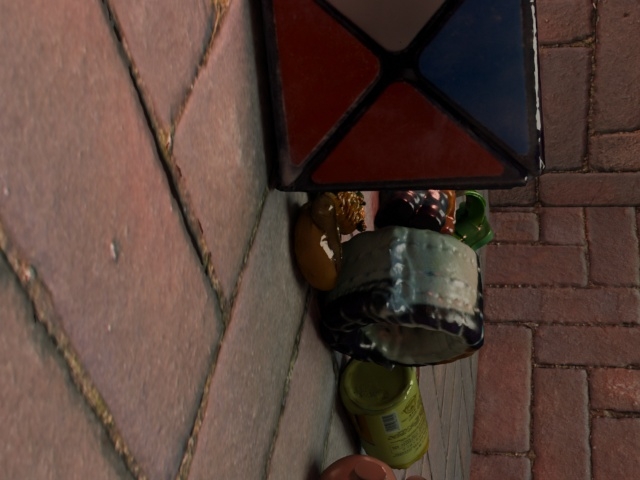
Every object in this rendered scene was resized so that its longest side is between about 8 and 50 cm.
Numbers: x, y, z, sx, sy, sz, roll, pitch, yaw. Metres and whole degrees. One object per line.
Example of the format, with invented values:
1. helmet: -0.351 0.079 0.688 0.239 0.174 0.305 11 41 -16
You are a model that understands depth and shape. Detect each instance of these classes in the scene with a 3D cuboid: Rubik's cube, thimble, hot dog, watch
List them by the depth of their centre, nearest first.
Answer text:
1. Rubik's cube: 0.108 -0.232 1.130 0.310 0.307 0.305 -59 144 -65
2. hot dog: 0.000 -0.001 1.188 0.090 0.060 0.140 -75 156 -59
3. thimble: 0.113 0.080 1.308 0.237 0.237 0.150 64 26 -60
4. hot dog: 0.029 -0.056 1.309 0.188 0.055 0.072 46 47 -71
5. watch: 0.277 -0.040 1.996 0.152 0.165 0.131 47 5 -42

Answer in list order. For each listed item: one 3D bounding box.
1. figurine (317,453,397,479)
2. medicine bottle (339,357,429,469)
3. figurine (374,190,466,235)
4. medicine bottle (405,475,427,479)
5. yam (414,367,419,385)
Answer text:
1. figurine: 0.051 0.350 1.261 0.138 0.125 0.125 77 19 -53
2. medicine bottle: 0.105 0.272 1.495 0.239 0.124 0.124 73 22 -51
3. figurine: 0.212 -0.131 1.779 0.204 0.185 0.332 -57 -176 24
4. medicine bottle: 0.186 0.571 1.933 0.199 0.058 0.057 -66 153 -56
5. yam: 0.144 0.289 1.726 0.079 0.079 0.141 17 75 -75
